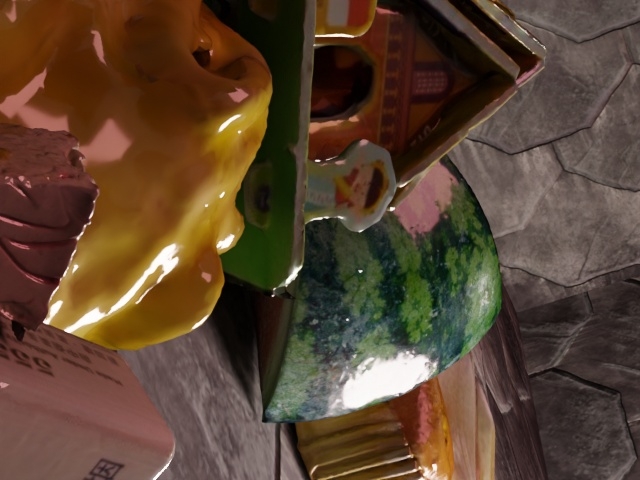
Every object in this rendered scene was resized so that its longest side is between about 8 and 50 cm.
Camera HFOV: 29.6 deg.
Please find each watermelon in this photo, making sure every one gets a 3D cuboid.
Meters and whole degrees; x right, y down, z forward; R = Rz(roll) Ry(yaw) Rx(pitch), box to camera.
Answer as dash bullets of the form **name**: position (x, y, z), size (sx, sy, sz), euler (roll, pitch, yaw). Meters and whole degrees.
- **watermelon**: position (-0.004, 0.018, 1.214), size (0.250, 0.293, 0.283), euler (-42, 125, -48)

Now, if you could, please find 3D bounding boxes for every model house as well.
- **model house**: position (0.017, -0.180, 0.775), size (0.324, 0.300, 0.340), euler (-8, 110, -38)

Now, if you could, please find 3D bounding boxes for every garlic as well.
- **garlic**: position (0.149, 0.247, 1.609), size (0.279, 0.132, 0.325), euler (51, 27, -56)

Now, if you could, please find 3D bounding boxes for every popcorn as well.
- **popcorn**: position (-0.176, -0.064, 0.522), size (0.316, 0.297, 0.281), euler (51, -27, -7)

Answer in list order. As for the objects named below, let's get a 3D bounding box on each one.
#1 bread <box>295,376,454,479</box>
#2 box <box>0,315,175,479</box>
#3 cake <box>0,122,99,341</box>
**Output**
- **bread**: position (0.059, 0.158, 1.342), size (0.204, 0.156, 0.288), euler (51, 23, -59)
- **box**: position (-0.191, 0.074, 0.391), size (0.259, 0.168, 0.071), euler (31, 13, -48)
- **cake**: position (-0.133, -0.022, 0.387), size (0.121, 0.065, 0.052), euler (29, 15, -37)
